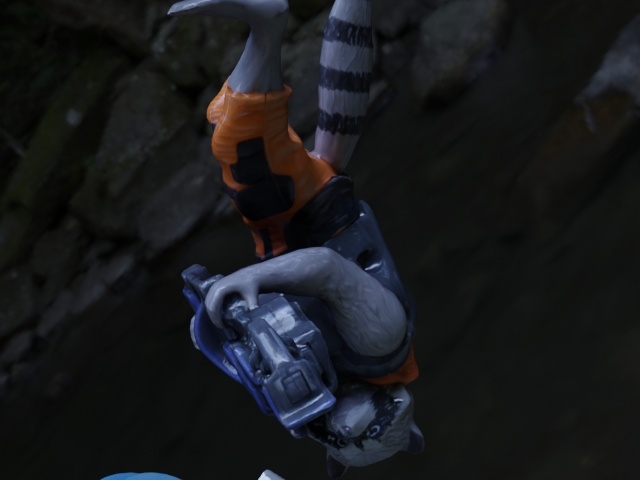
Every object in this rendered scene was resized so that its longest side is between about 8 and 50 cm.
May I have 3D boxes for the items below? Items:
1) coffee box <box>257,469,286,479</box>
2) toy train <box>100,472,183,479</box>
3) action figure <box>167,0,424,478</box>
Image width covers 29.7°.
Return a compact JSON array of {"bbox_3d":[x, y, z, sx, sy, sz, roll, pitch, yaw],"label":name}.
[{"bbox_3d":[0.063,0.302,0.831,0.119,0.297,0.168,-54,-24,-20],"label":"coffee box"},{"bbox_3d":[-0.159,0.185,0.513,0.248,0.105,0.143,-7,-49,-42],"label":"toy train"},{"bbox_3d":[0.000,0.000,0.757,0.179,0.330,0.341,-18,14,-11],"label":"action figure"}]
